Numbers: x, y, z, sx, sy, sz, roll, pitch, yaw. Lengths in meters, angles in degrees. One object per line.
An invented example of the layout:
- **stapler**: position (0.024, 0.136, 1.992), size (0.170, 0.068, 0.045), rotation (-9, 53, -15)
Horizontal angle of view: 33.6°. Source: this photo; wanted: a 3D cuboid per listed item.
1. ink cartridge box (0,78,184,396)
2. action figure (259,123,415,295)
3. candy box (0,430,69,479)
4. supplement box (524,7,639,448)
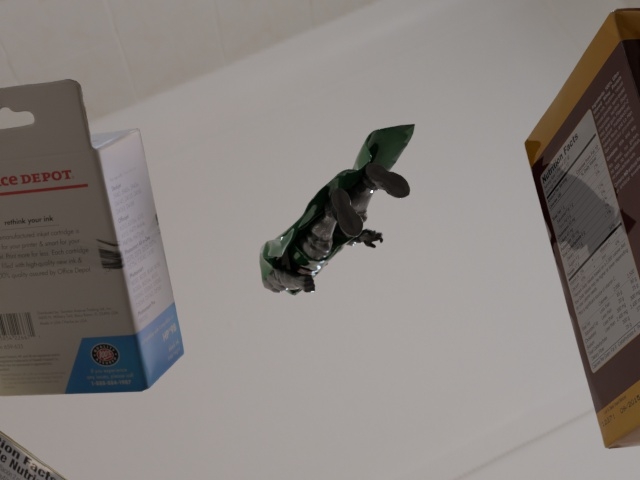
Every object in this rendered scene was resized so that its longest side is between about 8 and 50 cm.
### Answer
- **ink cartridge box**: position (-0.151, -0.004, 0.619), size (0.104, 0.060, 0.180), rotation (-4, -75, 19)
- **action figure**: position (0.000, 0.000, 0.851), size (0.137, 0.232, 0.063), rotation (-36, -95, -22)
- **candy box**: position (-0.233, 0.238, 0.488), size (0.087, 0.316, 0.183), rotation (42, -72, -18)
- **supplement box**: position (0.239, -0.009, 0.567), size (0.191, 0.129, 0.194), rotation (-3, -116, -13)
